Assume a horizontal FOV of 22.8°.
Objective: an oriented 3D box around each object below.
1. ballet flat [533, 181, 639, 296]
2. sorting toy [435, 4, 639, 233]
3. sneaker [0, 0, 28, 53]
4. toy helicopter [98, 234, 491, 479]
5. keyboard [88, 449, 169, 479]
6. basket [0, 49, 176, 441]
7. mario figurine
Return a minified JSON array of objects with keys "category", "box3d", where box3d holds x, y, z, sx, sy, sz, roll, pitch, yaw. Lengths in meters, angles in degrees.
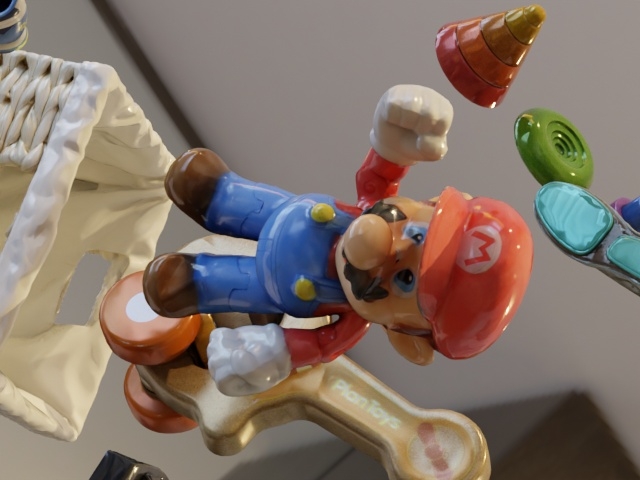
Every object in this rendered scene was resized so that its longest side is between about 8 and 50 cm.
[{"category":"ballet flat","box3d":[0.304,0.012,1.649,0.213,0.072,0.068,38,-10,40]},{"category":"sorting toy","box3d":[0.302,-0.149,1.907,0.365,0.127,0.126,48,-51,-7]},{"category":"sneaker","box3d":[-0.308,-0.186,1.294,0.053,0.144,0.059,68,-28,27]},{"category":"toy helicopter","box3d":[0.002,0.103,1.334,0.355,0.235,0.140,31,-29,28]},{"category":"keyboard","box3d":[-0.226,0.300,1.201,0.033,0.317,0.201,29,-6,25]},{"category":"basket","box3d":[-0.337,-0.006,1.586,0.266,0.328,0.331,17,-13,13]},{"category":"mario figurine","box3d":[0.000,0.000,1.128,0.320,0.170,0.198,5,-64,38]}]
